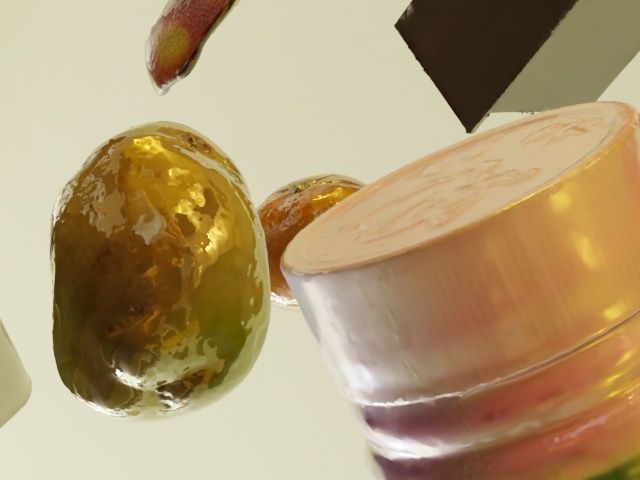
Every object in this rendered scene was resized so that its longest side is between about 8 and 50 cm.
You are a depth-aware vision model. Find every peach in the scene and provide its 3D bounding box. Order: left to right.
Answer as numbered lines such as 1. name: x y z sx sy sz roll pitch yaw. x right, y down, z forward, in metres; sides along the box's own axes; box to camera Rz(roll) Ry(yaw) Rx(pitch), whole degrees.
1. peach: -0.123 -0.282 1.552 0.068 0.279 0.189 40 -41 -12

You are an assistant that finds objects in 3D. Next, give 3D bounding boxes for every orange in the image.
1. orange: 0.000 0.000 1.910 0.240 0.240 0.171 10 -56 46

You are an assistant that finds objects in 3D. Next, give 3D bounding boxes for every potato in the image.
1. potato: -0.105 0.019 0.876 0.200 0.137 0.155 -103 -166 -47

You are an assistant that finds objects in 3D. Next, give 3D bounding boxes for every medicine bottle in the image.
1. medicine bottle: 0.135 0.112 0.740 0.212 0.212 0.325 -11 -73 47

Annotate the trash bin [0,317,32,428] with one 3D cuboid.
1. trash bin: -0.368 0.015 0.889 0.296 0.256 0.368 32 -22 28

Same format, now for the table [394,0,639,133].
1. table: 0.211 -0.234 1.359 0.193 0.169 0.172 -53 -123 39
